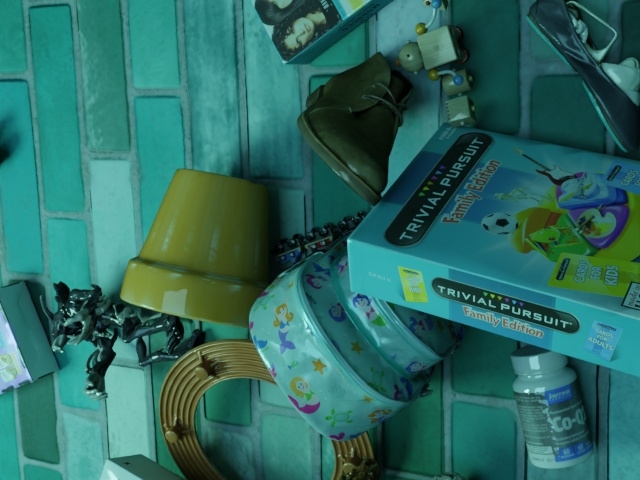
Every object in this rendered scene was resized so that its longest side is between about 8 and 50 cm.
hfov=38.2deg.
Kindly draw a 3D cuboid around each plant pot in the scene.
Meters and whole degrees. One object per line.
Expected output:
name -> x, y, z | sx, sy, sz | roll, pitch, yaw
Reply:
plant pot -> -0.150, 0.007, 1.251 | 0.205, 0.205, 0.188 | 11, 88, 27

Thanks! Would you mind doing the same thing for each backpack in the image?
backpack -> 0.043, 0.108, 1.111 | 0.191, 0.253, 0.225 | -38, 86, 31

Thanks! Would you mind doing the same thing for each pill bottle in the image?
pill bottle -> 0.275, 0.195, 1.109 | 0.078, 0.078, 0.137 | -12, 94, 30

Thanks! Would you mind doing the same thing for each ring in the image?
ring -> -0.085, 0.290, 1.303 | 0.336, 0.032, 0.337 | 10, 118, 18

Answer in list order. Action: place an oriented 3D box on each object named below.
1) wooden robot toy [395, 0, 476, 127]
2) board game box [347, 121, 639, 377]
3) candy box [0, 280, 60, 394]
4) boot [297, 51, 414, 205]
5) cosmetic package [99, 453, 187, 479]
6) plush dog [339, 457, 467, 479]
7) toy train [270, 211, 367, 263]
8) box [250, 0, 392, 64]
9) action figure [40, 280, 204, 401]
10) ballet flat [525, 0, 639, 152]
wooden robot toy -> 0.132, -0.215, 1.105 | 0.079, 0.076, 0.173 | -15, 92, 24
board game box -> 0.235, -0.005, 0.986 | 0.336, 0.254, 0.079 | 16, 133, 25
candy box -> -0.558, 0.180, 1.570 | 0.196, 0.070, 0.165 | -23, 89, 30
boot -> 0.050, -0.142, 1.056 | 0.115, 0.305, 0.112 | -39, 112, 17
cosmetic package -> -0.186, 0.512, 1.300 | 0.377, 0.097, 0.284 | 22, 94, 25
plush dog -> 0.074, 0.406, 1.139 | 0.225, 0.262, 0.210 | 34, 130, -23
toy train -> 0.000, 0.000, 1.253 | 0.158, 0.027, 0.036 | -19, 101, 30
box -> 0.034, -0.325, 1.150 | 0.244, 0.060, 0.100 | -31, 84, 30
action figure -> -0.324, 0.146, 1.388 | 0.275, 0.141, 0.164 | 4, 134, 24
ballet flat -> 0.308, -0.195, 1.021 | 0.074, 0.074, 0.203 | -38, 79, 29
